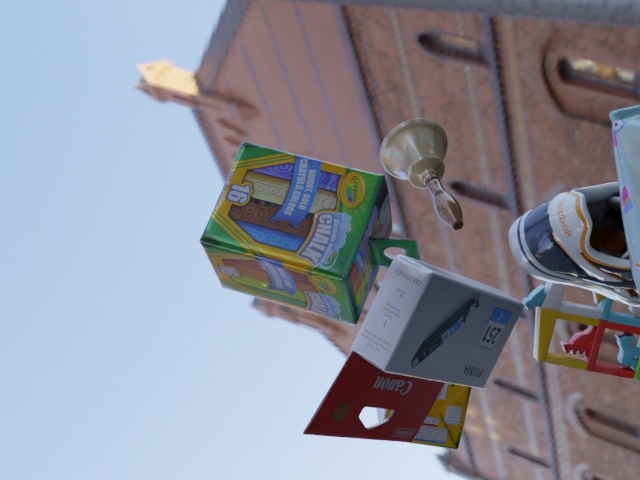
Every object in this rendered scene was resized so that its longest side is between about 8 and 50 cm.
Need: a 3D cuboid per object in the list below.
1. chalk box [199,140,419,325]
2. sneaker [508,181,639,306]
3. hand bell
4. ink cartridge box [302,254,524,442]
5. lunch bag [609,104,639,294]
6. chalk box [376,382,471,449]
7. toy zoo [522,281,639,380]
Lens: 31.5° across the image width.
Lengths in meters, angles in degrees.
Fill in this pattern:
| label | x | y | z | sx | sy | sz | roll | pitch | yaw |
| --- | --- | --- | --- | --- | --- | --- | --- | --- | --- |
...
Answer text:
| label | x | y | z | sx | sy | sz | roll | pitch | yaw |
| --- | --- | --- | --- | --- | --- | --- | --- | --- | --- |
| chalk box | 0.000 | 0.000 | 1.669 | 0.180 | 0.289 | 0.179 | 74 | -145 | -62 |
| sneaker | 0.401 | 0.007 | 1.444 | 0.321 | 0.127 | 0.126 | 6 | -116 | -33 |
| hand bell | 0.192 | -0.092 | 1.925 | 0.126 | 0.242 | 0.126 | -8 | -52 | -10 |
| ink cartridge box | 0.135 | 0.167 | 1.514 | 0.296 | 0.066 | 0.261 | 18 | -80 | -55 |
| lunch bag | 0.404 | -0.007 | 1.154 | 0.262 | 0.160 | 0.223 | 30 | -127 | -58 |
| chalk box | 0.165 | 0.233 | 1.895 | 0.213 | 0.132 | 0.132 | -93 | 11 | -70 |
| toy zoo | 0.489 | 0.134 | 1.962 | 0.030 | 0.293 | 0.192 | -112 | 34 | -77 |
